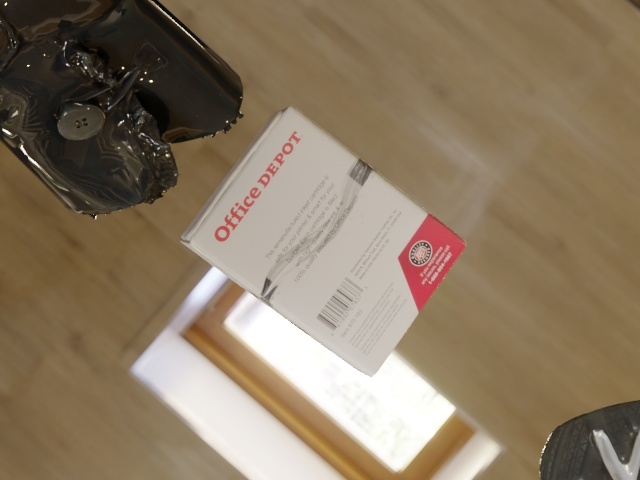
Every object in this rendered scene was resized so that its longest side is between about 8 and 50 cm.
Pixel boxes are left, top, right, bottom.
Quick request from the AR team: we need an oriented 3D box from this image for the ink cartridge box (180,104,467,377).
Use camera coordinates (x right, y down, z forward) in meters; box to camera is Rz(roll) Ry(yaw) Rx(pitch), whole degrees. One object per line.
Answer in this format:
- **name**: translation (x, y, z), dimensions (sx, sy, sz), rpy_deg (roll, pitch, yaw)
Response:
- **ink cartridge box**: translation (0.000, 0.000, 0.845), dimensions (0.109, 0.150, 0.063), rpy_deg (-54, -169, -6)

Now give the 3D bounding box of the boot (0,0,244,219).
- **boot**: translation (-0.182, -0.067, 0.689), dimensions (0.246, 0.094, 0.207), rpy_deg (-32, 140, 5)

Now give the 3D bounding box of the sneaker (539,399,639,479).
- **sneaker**: translation (0.191, 0.115, 0.520), dimensions (0.094, 0.208, 0.081), rpy_deg (18, 87, -79)
